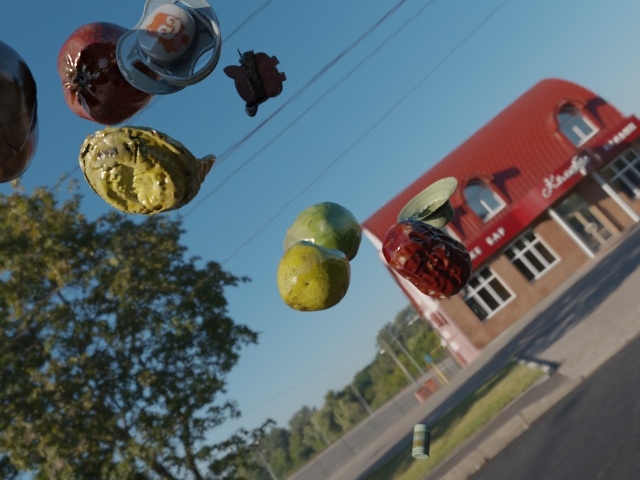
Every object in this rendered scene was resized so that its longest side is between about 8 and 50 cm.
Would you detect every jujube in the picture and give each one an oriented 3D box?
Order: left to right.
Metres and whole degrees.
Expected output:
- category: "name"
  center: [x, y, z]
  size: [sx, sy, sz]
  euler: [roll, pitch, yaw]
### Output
- category: "jujube"
  center: [0.251, 0.042, 1.589]
  size: [0.230, 0.155, 0.155]
  euler: [27, -59, -29]

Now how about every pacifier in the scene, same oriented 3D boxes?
- category: "pacifier"
  center: [-0.386, -0.501, 1.770]
  size: [0.299, 0.244, 0.233]
  euler: [-58, 7, -9]

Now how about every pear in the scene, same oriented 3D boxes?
- category: "pear"
  center: [-0.019, 0.101, 1.757]
  size: [0.197, 0.197, 0.197]
  euler: [-37, -13, -10]

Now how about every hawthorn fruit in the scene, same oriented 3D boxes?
- category: "hawthorn fruit"
  center: [-0.579, -0.484, 1.918]
  size: [0.287, 0.287, 0.330]
  euler: [-49, -8, 37]

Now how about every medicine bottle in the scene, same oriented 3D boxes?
- category: "medicine bottle"
  center: [0.274, 0.546, 1.818]
  size: [0.047, 0.047, 0.083]
  euler: [123, 161, -53]

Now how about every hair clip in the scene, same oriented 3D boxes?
- category: "hair clip"
  center: [-0.171, -0.441, 1.793]
  size: [0.146, 0.056, 0.187]
  euler: [-32, -41, -6]

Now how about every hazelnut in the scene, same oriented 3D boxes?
- category: "hazelnut"
  center: [-0.813, -0.299, 1.569]
  size: [0.315, 0.372, 0.372]
  euler: [-29, -17, -32]

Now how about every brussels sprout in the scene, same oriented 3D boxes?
- category: "brussels sprout"
  center: [0.011, -0.008, 2.433]
  size: [0.273, 0.243, 0.316]
  euler: [-40, 17, -16]

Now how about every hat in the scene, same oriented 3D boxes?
- category: "hat"
  center: [0.393, -0.098, 2.278]
  size: [0.252, 0.110, 0.252]
  euler: [-35, 16, 12]

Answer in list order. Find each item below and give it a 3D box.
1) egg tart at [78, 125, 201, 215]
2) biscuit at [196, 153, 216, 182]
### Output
- category: "egg tart"
  center: [-0.409, -0.143, 1.516]
  size: [0.278, 0.095, 0.279]
  euler: [-2, -42, -2]
- category: "biscuit"
  center: [-0.399, -0.196, 2.122]
  size: [0.250, 0.035, 0.162]
  euler: [-58, -4, -39]
